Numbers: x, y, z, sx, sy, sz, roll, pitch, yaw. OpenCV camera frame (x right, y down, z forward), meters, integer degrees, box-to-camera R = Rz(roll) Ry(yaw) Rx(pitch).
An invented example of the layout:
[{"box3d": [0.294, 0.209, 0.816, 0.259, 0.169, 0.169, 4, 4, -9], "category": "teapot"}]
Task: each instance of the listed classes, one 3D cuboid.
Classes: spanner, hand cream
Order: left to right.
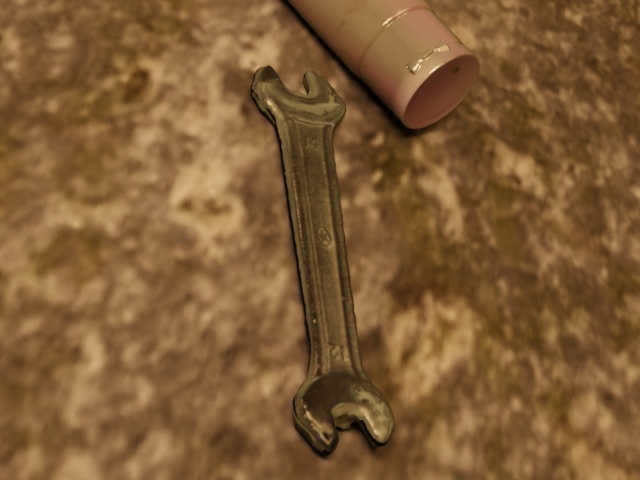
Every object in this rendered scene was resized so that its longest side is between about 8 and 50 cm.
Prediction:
[{"box3d": [-0.013, -0.206, 1.024, 0.111, 0.070, 0.312, -16, 55, -41], "category": "hand cream"}, {"box3d": [0.000, 0.000, 0.866, 0.071, 0.017, 0.302, 13, 46, -25], "category": "spanner"}]
